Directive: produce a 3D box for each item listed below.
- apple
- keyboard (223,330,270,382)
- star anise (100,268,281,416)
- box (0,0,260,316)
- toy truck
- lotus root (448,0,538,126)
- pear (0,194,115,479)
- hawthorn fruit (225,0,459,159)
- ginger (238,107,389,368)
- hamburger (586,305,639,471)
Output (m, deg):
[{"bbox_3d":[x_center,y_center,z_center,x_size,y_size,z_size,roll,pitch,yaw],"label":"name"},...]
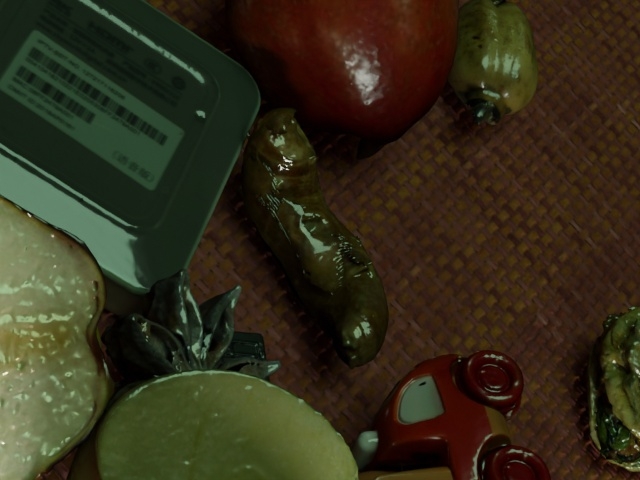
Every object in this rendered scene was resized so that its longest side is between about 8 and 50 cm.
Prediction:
[{"bbox_3d":[-0.110,0.284,1.626,0.258,0.233,0.295,15,52,-32],"label":"apple"},{"bbox_3d":[-0.075,0.192,1.914,0.061,0.013,0.204,8,58,-31],"label":"keyboard"},{"bbox_3d":[-0.152,0.153,1.817,0.236,0.109,0.223,-41,116,-47],"label":"star anise"},{"bbox_3d":[-0.269,-0.142,1.942,0.367,0.090,0.373,33,49,-15],"label":"box"},{"bbox_3d":[0.103,0.251,1.891,0.239,0.189,0.265,0,52,-17],"label":"toy truck"},{"bbox_3d":[0.225,-0.229,2.327,0.125,0.118,0.221,2,58,4],"label":"lotus root"},{"bbox_3d":[-0.396,0.095,1.594,0.386,0.191,0.340,-2,93,-23],"label":"pear"},{"bbox_3d":[0.034,-0.272,2.107,0.295,0.295,0.311,-23,76,-42],"label":"hawthorn fruit"},{"bbox_3d":[-0.006,0.001,2.011,0.107,0.133,0.309,-23,81,-25],"label":"ginger"},{"bbox_3d":[0.408,0.190,2.197,0.183,0.130,0.206,9,76,-29],"label":"hamburger"}]
